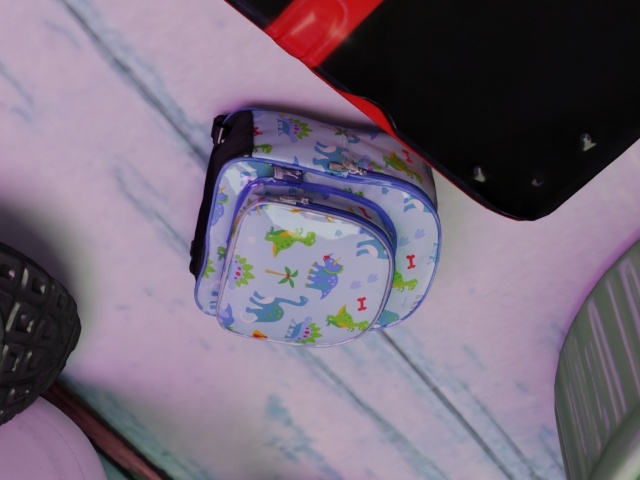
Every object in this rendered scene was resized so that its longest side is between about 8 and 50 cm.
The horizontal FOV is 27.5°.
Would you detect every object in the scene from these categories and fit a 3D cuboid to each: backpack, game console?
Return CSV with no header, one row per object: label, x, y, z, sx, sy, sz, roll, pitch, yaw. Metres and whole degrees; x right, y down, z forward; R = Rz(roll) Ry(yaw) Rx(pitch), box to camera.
backpack,0.000,0.000,0.629,0.114,0.084,0.105,6,127,-12
game console,0.101,-0.215,0.503,0.342,0.060,0.386,34,117,-27

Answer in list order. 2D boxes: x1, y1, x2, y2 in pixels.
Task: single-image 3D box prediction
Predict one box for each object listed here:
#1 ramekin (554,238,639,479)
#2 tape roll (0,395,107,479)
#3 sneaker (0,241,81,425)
ramekin,0.269,0.106,0.686,0.303,0.148,0.303,-2,126,-3
tape roll,-0.222,0.202,0.659,0.246,0.246,0.169,-1,126,-3
sneaker,-0.240,0.009,0.609,0.286,0.130,0.109,22,104,-43
